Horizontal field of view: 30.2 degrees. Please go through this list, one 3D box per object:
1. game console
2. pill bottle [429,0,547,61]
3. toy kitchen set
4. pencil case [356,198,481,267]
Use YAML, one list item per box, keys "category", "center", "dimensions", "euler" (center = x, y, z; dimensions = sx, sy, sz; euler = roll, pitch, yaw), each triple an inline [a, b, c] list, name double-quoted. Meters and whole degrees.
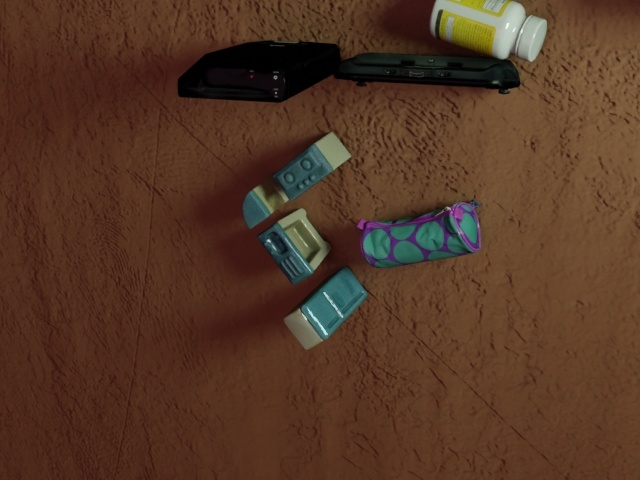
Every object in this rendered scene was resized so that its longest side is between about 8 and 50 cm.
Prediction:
- category: "game console"
  center: [0.037, -0.185, 1.324]
  dimensions: [0.361, 0.213, 0.044]
  euler: [5, 108, 17]
- category: "pill bottle"
  center: [0.182, -0.234, 1.287]
  dimensions: [0.116, 0.065, 0.065]
  euler: [23, 126, 21]
- category: "toy kitchen set"
  center: [0.000, 0.000, 1.498]
  dimensions: [0.166, 0.122, 0.207]
  euler: [-34, 96, 40]
- category: "pencil case"
  center: [0.122, -0.007, 1.454]
  dimensions: [0.151, 0.064, 0.070]
  euler: [-12, 125, 36]
